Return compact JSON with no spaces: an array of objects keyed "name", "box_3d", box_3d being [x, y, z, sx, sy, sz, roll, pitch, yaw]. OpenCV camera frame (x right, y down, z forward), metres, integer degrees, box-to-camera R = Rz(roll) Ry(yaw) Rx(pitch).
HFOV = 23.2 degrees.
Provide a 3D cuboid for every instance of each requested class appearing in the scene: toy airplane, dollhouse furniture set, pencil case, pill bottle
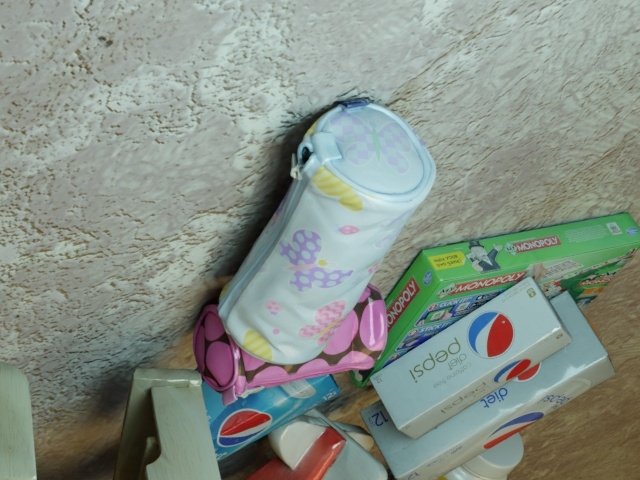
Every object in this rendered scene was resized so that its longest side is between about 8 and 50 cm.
[{"name":"toy airplane","box_3d":[-0.062,0.379,1.829,0.386,0.272,0.384,-17,148,-20]},{"name":"dollhouse furniture set","box_3d":[-0.296,0.256,1.415,0.394,0.256,0.362,3,125,-16]},{"name":"pencil case","box_3d":[0.000,0.000,1.400,0.124,0.113,0.273,-15,151,-33]},{"name":"pencil case","box_3d":[-0.026,0.101,1.571,0.209,0.098,0.095,-9,157,-35]},{"name":"pill bottle","box_3d":[0.183,0.325,2.151,0.119,0.119,0.208,-6,146,-39]}]

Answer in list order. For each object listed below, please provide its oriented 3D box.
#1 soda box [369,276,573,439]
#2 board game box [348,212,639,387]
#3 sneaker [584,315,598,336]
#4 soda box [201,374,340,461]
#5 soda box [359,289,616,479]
[{"name":"soda box","box_3d":[0.169,0.133,1.745,0.216,0.074,0.069,-33,154,9]},{"name":"board game box","box_3d":[0.202,0.068,1.799,0.317,0.046,0.213,-9,147,-35]},{"name":"sneaker","box_3d":[0.233,0.189,1.994,0.262,0.099,0.121,-23,157,-11]},{"name":"soda box","box_3d":[-0.090,0.176,1.669,0.210,0.071,0.067,-29,154,0]},{"name":"soda box","box_3d":[0.198,0.180,1.835,0.286,0.098,0.091,-31,154,4]}]
